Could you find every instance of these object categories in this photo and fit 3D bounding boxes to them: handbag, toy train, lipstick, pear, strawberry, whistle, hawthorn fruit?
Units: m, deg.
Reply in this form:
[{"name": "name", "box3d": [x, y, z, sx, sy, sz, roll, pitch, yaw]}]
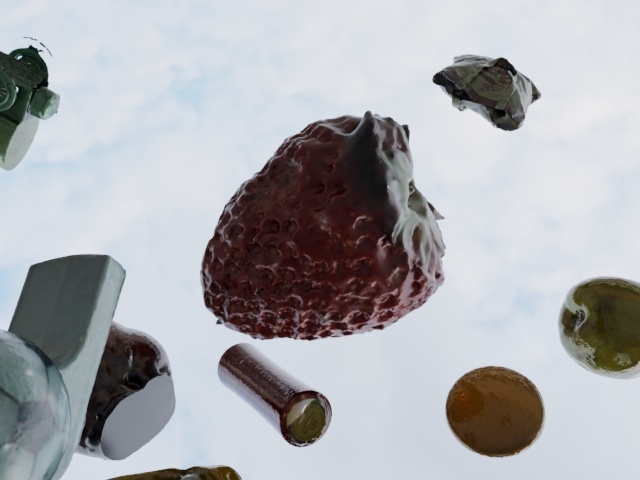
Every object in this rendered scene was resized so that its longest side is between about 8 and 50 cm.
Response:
[{"name": "handbag", "box3d": [0.354, -0.323, 1.518, 0.213, 0.127, 0.235, 31, -149, 8]}, {"name": "toy train", "box3d": [-0.526, -0.230, 1.041, 0.307, 0.189, 0.126, 27, -144, -5]}, {"name": "lipstick", "box3d": [-0.071, 0.213, 1.024, 0.080, 0.080, 0.241, -40, -155, -18]}, {"name": "pear", "box3d": [0.544, 0.161, 1.343, 0.200, 0.200, 0.200, -6, -129, 8]}, {"name": "strawberry", "box3d": [0.010, -0.009, 0.987, 0.310, 0.292, 0.291, -15, -135, 35]}, {"name": "whistle", "box3d": [-0.262, 0.109, 0.560, 0.164, 0.163, 0.289, -2, -124, 12]}, {"name": "hawthorn fruit", "box3d": [-0.318, 0.202, 1.006, 0.251, 0.189, 0.189, 0, -132, 45]}]

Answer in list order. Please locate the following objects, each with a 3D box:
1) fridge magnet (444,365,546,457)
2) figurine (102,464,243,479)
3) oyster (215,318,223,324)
[{"name": "fridge magnet", "box3d": [0.253, 0.248, 1.046, 0.143, 0.063, 0.143, -7, -129, 8]}, {"name": "figurine", "box3d": [-0.266, 0.410, 0.790, 0.387, 0.268, 0.401, -23, -173, -33]}, {"name": "oyster", "box3d": [-0.166, 0.155, 1.390, 0.083, 0.019, 0.054, -1, -164, -42]}]
